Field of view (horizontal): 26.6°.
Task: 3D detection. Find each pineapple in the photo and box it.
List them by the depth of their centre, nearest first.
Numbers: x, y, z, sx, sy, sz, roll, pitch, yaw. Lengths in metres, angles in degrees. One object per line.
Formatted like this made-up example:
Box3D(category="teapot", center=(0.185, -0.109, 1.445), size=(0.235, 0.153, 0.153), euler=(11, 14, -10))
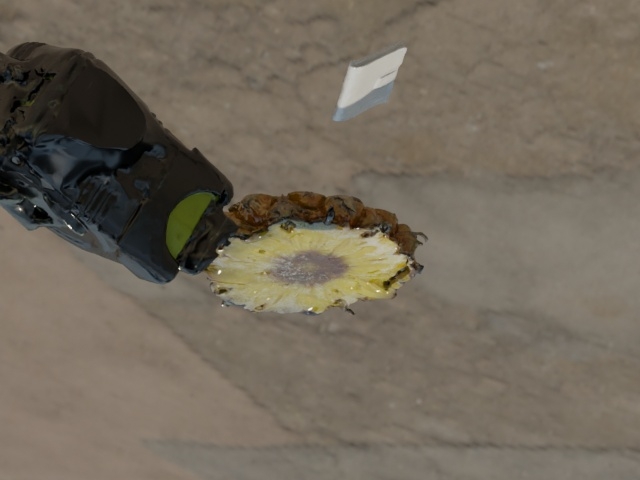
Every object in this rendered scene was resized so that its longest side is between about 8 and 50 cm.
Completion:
Box3D(category="pineapple", center=(-0.011, 0.009, 1.184), size=(0.221, 0.047, 0.221), euler=(0, 154, 0))

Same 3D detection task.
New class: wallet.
Box3D(category="wallet", center=(0.032, -0.106, 0.907), size=(0.011, 0.044, 0.083), euler=(61, 164, 15))

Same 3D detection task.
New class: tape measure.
Box3D(category="tape measure", center=(-0.177, -0.055, 0.989), size=(0.186, 0.112, 0.199), euler=(17, 154, 51))
